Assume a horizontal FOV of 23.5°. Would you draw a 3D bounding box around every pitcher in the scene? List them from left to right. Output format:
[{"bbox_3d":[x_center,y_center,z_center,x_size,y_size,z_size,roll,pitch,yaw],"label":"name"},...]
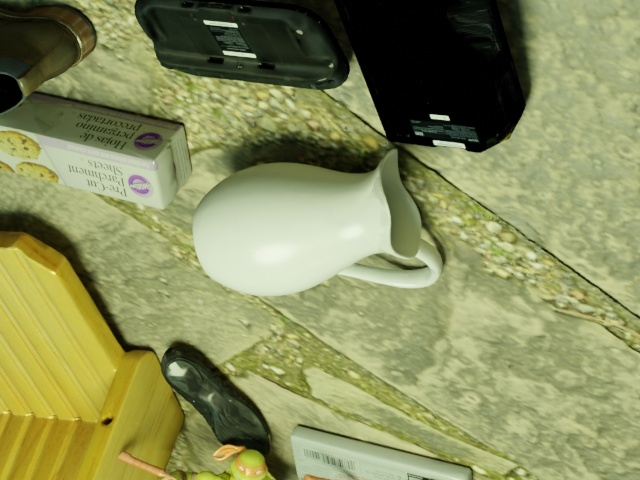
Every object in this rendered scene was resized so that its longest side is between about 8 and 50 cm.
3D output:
[{"bbox_3d":[0.000,0.000,1.458,0.207,0.125,0.177,-9,138,24],"label":"pitcher"}]

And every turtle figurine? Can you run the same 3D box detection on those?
[{"bbox_3d":[-0.099,0.306,1.762,0.270,0.087,0.217,7,129,-2],"label":"turtle figurine"}]

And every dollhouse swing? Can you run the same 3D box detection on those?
[{"bbox_3d":[-0.394,0.198,1.759,0.347,0.315,0.305,2,149,31],"label":"dollhouse swing"}]

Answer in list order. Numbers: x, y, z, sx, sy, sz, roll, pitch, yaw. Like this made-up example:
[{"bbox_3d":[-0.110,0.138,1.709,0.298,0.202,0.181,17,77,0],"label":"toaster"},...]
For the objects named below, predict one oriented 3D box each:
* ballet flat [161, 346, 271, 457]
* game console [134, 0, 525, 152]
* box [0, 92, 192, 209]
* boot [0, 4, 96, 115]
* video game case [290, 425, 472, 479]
[{"bbox_3d":[-0.114,0.183,1.745,0.057,0.049,0.173,-37,110,10],"label":"ballet flat"},{"bbox_3d":[-0.007,-0.177,1.325,0.361,0.044,0.213,9,144,28],"label":"game console"},{"bbox_3d":[-0.289,-0.107,1.571,0.324,0.063,0.067,14,136,21],"label":"box"},{"bbox_3d":[-0.334,-0.174,1.508,0.219,0.106,0.082,-5,124,34],"label":"boot"},{"bbox_3d":[0.075,0.305,1.740,0.212,0.023,0.193,11,132,23],"label":"video game case"}]
